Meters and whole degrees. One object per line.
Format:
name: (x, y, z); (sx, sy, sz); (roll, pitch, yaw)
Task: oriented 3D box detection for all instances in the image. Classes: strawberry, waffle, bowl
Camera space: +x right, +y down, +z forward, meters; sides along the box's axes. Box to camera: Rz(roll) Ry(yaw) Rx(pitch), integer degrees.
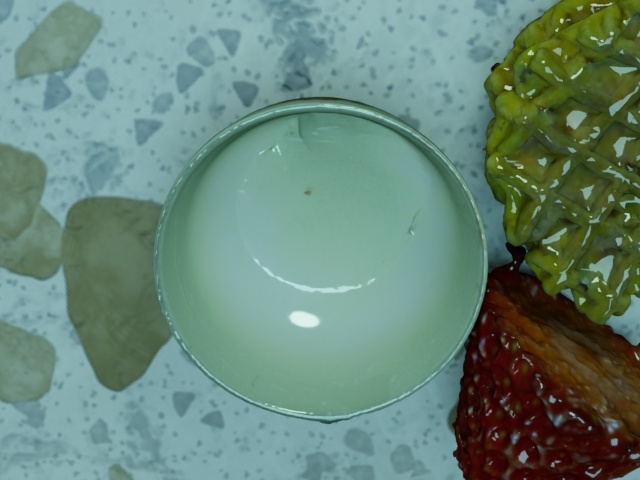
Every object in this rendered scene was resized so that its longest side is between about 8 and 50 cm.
strawberry: (0.180, 0.143, 1.381); (0.234, 0.234, 0.178); (35, 113, -10)
waffle: (0.283, -0.098, 1.319); (0.324, 0.151, 0.261); (-37, 103, 6)
bowl: (0.000, 0.000, 1.363); (0.277, 0.145, 0.277); (0, 111, 0)
